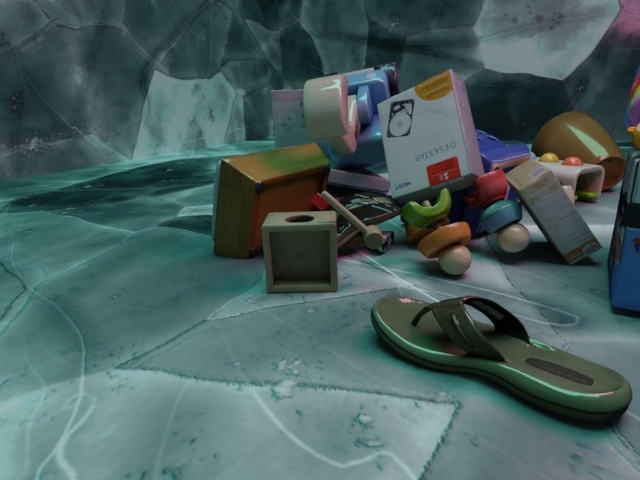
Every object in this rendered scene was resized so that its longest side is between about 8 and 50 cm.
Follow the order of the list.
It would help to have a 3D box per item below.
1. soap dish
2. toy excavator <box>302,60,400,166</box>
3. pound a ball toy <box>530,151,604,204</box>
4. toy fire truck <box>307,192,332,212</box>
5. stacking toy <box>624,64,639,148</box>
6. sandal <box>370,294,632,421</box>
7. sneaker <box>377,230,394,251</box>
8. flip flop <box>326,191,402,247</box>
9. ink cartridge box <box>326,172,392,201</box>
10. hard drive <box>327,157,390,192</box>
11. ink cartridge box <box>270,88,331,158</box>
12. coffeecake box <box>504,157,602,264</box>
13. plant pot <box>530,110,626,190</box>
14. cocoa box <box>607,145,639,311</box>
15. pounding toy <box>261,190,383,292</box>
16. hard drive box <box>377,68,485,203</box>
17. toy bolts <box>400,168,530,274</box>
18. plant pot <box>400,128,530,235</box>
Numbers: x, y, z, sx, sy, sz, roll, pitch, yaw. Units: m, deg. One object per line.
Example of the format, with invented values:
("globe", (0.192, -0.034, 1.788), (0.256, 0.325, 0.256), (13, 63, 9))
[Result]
("soap dish", (-0.106, -0.093, 0.967), (0.118, 0.228, 0.291), (31, 35, 29))
("toy excavator", (0.088, -0.296, 1.061), (0.223, 0.432, 0.444), (-5, 51, 16))
("pound a ball toy", (0.667, -0.187, 1.249), (0.208, 0.135, 0.319), (-10, 20, -21))
("toy fire truck", (-0.016, -0.036, 0.961), (0.047, 0.135, 0.192), (42, 3, 28))
("stacking toy", (0.552, -0.204, 0.654), (0.302, 0.165, 0.175), (-31, 41, -33))
("sandal", (0.206, 0.114, 0.520), (0.303, 0.086, 0.120), (13, 24, 37))
("sneaker", (0.120, 0.001, 0.934), (0.069, 0.038, 0.098), (3, 12, 23))
("flip flop", (0.054, -0.018, 0.904), (0.277, 0.080, 0.112), (-33, 46, -19))
("ink cartridge box", (0.140, -0.144, 1.293), (0.261, 0.066, 0.296), (-4, 20, -5))
("hard drive", (0.057, -0.209, 1.264), (0.210, 0.040, 0.318), (7, 17, -15))
("ink cartridge box", (0.000, -0.346, 1.423), (0.309, 0.384, 0.091), (-2, 44, 0))
("coffeecake box", (0.462, -0.063, 0.845), (0.068, 0.185, 0.142), (-35, 10, 20))
("plant pot", (0.875, -0.272, 1.389), (0.237, 0.237, 0.254), (-3, 35, -1))
("cocoa box", (0.635, -0.008, 0.601), (0.347, 0.227, 0.231), (9, 20, 31))
("pounding toy", (0.005, -0.009, 0.752), (0.206, 0.180, 0.094), (-2, 19, 2))
("hard drive box", (0.237, -0.216, 0.912), (0.181, 0.232, 0.089), (-17, -16, 36))
("toy bolts", (0.297, -0.013, 0.855), (0.229, 0.158, 0.218), (-22, -20, -2))
("plant pot", (0.362, -0.142, 1.035), (0.236, 0.235, 0.212), (-17, 31, -36))
